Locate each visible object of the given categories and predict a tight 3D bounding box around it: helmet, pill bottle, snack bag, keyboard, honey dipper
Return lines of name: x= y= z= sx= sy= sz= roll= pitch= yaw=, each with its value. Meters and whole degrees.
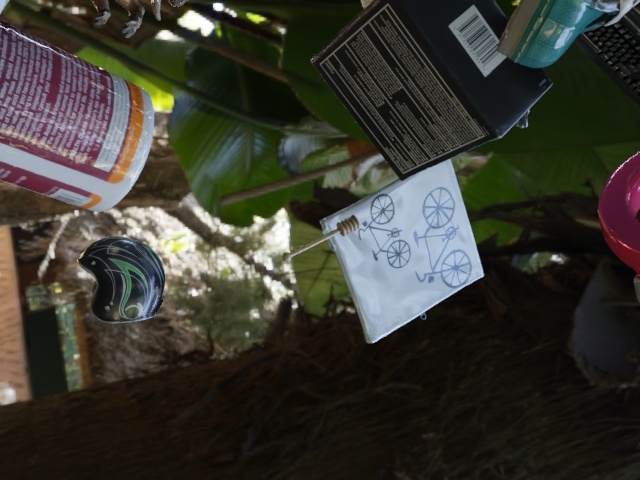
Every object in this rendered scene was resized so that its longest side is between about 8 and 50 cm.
helmet: x=-0.395 y=0.072 z=1.400 sx=0.169 sy=0.169 sz=0.162 roll=-162 pitch=-108 yaw=-68
pill bottle: x=-0.470 y=-0.204 z=1.049 sx=0.224 sy=0.392 sz=0.224 roll=-22 pitch=-122 yaw=40
snack bag: x=0.185 y=0.023 z=1.512 sx=0.037 sy=0.342 sz=0.323 roll=25 pitch=-39 yaw=60
keyboard: x=0.510 y=-0.327 z=1.129 sx=0.033 sy=0.317 sz=0.201 roll=-60 pitch=-163 yaw=-22
honey dipper: x=0.000 y=0.000 z=1.315 sx=0.030 sy=0.160 sz=0.030 roll=55 pitch=-15 yaw=24

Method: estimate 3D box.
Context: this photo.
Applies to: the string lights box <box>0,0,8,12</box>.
string lights box: x=-0.303 y=-0.290 z=0.497 sx=0.259 sy=0.133 sz=0.077 roll=34 pitch=-4 yaw=9

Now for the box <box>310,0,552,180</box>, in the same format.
box: x=0.184 y=-0.300 z=1.243 sx=0.296 sy=0.182 sz=0.294 roll=52 pitch=-27 yaw=-10

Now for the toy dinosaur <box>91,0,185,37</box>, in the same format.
toy dinosaur: x=-0.304 y=-0.418 z=1.006 sx=0.200 sy=0.127 sz=0.295 roll=60 pitch=20 yaw=9

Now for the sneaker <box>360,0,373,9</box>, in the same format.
sneaker: x=0.147 y=-0.516 z=1.462 sx=0.305 sy=0.114 sz=0.152 roll=-108 pitch=-176 yaw=-51

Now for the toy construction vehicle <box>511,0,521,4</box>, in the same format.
toy construction vehicle: x=0.437 y=-0.484 z=1.457 sx=0.035 sy=0.085 sz=0.098 roll=-151 pitch=-124 yaw=-63

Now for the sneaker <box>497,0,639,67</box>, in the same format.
sneaker: x=0.256 y=-0.228 z=0.491 sx=0.121 sy=0.302 sz=0.108 roll=40 pitch=6 yaw=3

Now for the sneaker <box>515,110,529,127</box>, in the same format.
sneaker: x=0.368 y=-0.295 z=1.334 sx=0.051 sy=0.089 sz=0.170 roll=-93 pitch=-175 yaw=-53

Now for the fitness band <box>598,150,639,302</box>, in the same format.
fitness band: x=0.346 y=-0.018 z=0.503 sx=0.290 sy=0.209 sz=0.054 roll=19 pitch=-36 yaw=51
